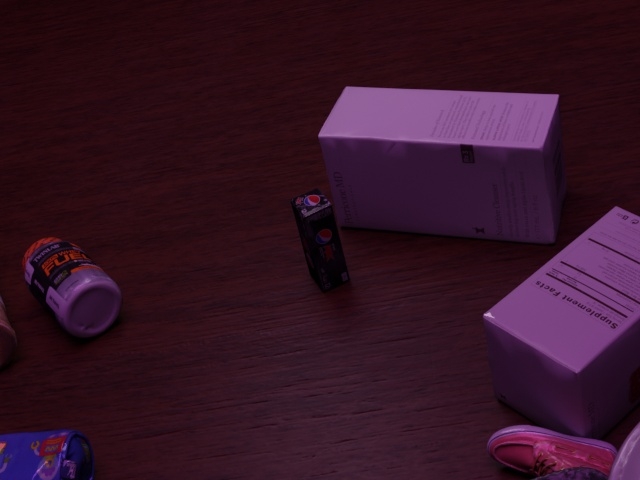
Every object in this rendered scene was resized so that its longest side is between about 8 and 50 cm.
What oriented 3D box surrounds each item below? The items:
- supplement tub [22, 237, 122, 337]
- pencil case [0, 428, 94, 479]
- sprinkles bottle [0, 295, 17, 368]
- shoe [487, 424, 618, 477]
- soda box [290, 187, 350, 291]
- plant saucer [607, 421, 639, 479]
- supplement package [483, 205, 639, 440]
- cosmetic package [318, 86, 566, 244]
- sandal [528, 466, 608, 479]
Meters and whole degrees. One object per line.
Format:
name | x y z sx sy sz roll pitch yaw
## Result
supplement tub | -0.432 0.076 2.054 0.117 0.117 0.190 -33 43 -21
pencil case | -0.482 0.354 1.745 0.306 0.119 0.133 -8 51 8
sprinkles bottle | -0.628 0.086 2.097 0.121 0.121 0.355 -24 41 -12
shoe | 0.307 0.298 1.598 0.178 0.063 0.081 6 24 16
soda box | 0.000 0.000 1.969 0.053 0.169 0.060 -23 41 -12
plant saucer | 0.534 0.330 1.381 0.400 0.100 0.400 0 58 1
supplement package | 0.398 0.123 1.699 0.293 0.177 0.175 -36 45 -23
cosmetic package | 0.210 -0.130 2.026 0.385 0.217 0.156 3 43 22
sandal | 0.157 0.383 1.485 0.446 0.107 0.167 -25 45 5
